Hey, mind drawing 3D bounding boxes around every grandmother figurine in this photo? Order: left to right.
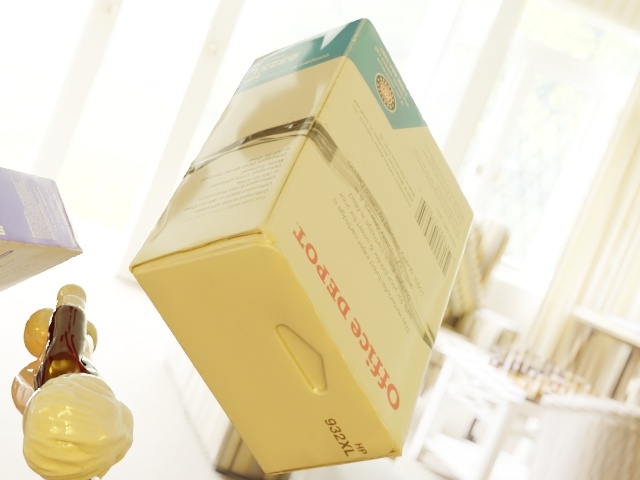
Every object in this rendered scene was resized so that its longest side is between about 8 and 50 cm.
[{"bbox_3d":[-0.225,0.146,1.221,0.104,0.208,0.342,-14,4,-11],"label":"grandmother figurine"}]

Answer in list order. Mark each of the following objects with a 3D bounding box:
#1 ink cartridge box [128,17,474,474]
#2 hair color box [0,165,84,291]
[{"bbox_3d":[0.000,0.000,1.119,0.129,0.223,0.307,-15,31,28],"label":"ink cartridge box"},{"bbox_3d":[-0.411,-0.002,1.503,0.339,0.185,0.110,11,55,-80],"label":"hair color box"}]
